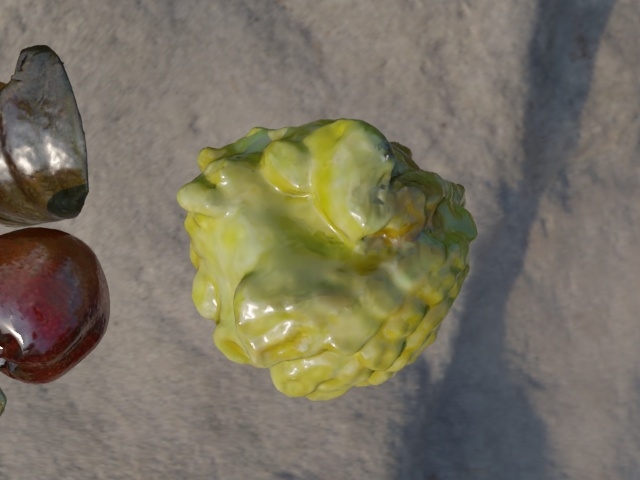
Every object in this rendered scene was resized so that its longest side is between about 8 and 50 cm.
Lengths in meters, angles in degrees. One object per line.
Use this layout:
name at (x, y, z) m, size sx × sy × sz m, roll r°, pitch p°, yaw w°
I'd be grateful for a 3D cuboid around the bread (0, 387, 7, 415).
bread at (-0.388, 0.170, 1.508) m, size 0.049 × 0.033 × 0.088 m, roll -61°, pitch 139°, yaw -37°

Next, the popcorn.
popcorn at (-0.003, 0.003, 0.769) m, size 0.173 × 0.142 × 0.173 m, roll 0°, pitch 88°, yaw -5°

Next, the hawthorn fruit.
hawthorn fruit at (-0.307, 0.059, 1.452) m, size 0.169 × 0.169 × 0.188 m, roll 38°, pitch 52°, yaw -14°

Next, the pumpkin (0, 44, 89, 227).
pumpkin at (-0.352, -0.082, 1.552) m, size 0.130 × 0.149 × 0.254 m, roll -11°, pitch 131°, yaw -26°
